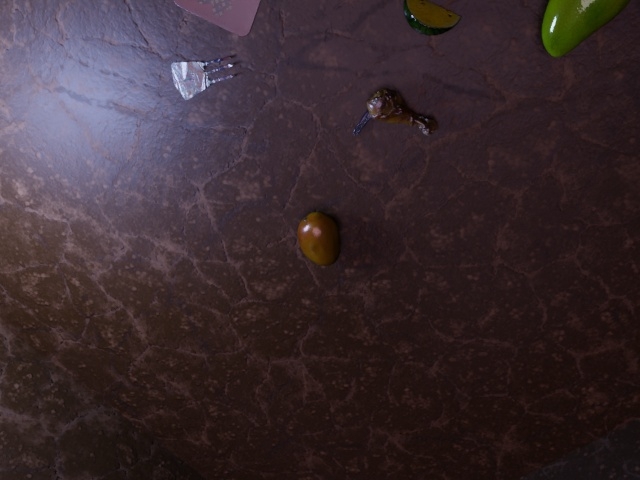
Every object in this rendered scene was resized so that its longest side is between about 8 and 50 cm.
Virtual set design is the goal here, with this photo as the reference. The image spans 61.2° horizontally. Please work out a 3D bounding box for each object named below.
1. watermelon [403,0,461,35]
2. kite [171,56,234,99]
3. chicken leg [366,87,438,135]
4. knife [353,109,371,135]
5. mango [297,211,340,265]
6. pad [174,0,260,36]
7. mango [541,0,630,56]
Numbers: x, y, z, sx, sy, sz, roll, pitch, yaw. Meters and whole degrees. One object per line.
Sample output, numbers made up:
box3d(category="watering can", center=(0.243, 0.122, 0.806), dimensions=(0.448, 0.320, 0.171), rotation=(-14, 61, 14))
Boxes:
box3d(category="watermelon", center=(0.322, -0.664, 1.619), dimensions=(0.181, 0.075, 0.092), rotation=(25, 114, -2))
box3d(category="kite", center=(-0.391, -0.554, 1.823), dimensions=(0.229, 0.016, 0.127), rotation=(-7, 118, 16))
box3d(category="chicken leg", center=(0.266, -0.409, 1.755), dimensions=(0.251, 0.087, 0.107), rotation=(24, 99, -12))
box3d(category="knife", center=(0.149, -0.400, 1.813), dimensions=(0.031, 0.018, 0.121), rotation=(35, 118, -7))
box3d(category="mango", center=(-0.006, -0.001, 1.981), dimensions=(0.151, 0.120, 0.221), rotation=(0, 124, 8))
box3d(category="pad", center=(-0.323, -0.777, 1.703), dimensions=(0.267, 0.004, 0.181), rotation=(24, 118, -4))
box3d(category="mango", center=(0.748, -0.675, 1.504), dimensions=(0.192, 0.156, 0.343), rotation=(31, 121, 2))
